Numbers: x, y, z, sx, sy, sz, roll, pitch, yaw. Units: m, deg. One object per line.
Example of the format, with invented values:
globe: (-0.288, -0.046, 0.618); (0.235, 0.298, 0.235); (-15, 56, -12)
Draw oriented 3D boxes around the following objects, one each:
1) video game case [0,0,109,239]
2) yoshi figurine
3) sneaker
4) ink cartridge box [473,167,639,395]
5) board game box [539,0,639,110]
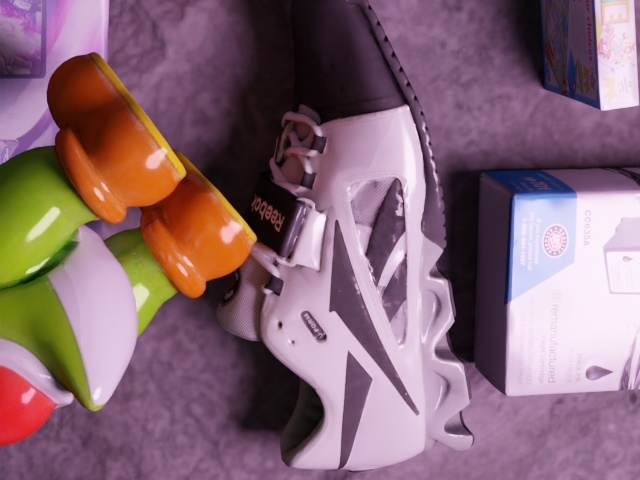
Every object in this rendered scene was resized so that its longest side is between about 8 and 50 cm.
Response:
video game case: (-0.227, -0.090, 0.929); (0.196, 0.026, 0.274); (-1, 113, -14)
yoshi figurine: (-0.229, 0.053, 0.905); (0.362, 0.203, 0.203); (-42, 91, -3)
sneaker: (0.000, 0.000, 0.977); (0.146, 0.122, 0.331); (-13, 104, -10)
ink cartridge box: (0.206, 0.025, 1.046); (0.190, 0.082, 0.140); (-2, 103, -10)
board game box: (0.167, -0.166, 0.983); (0.026, 0.103, 0.154); (-8, 104, -10)
